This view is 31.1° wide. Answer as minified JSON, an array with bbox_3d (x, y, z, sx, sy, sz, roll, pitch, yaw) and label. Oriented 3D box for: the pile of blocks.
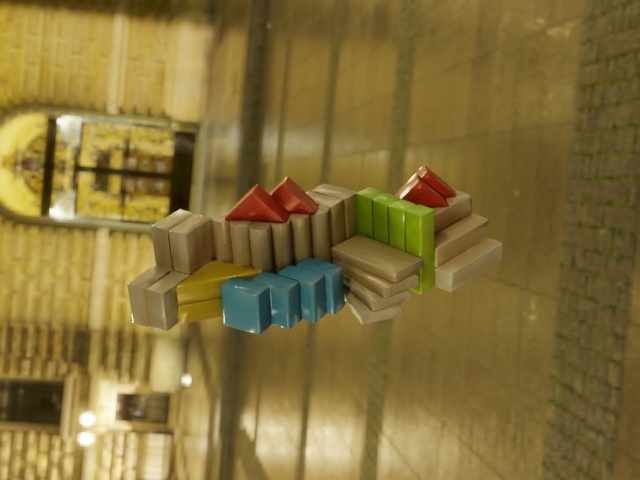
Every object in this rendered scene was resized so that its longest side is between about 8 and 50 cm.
[{"bbox_3d":[0.000,0.000,1.072,0.149,0.362,0.113,-132,33,-57],"label":"pile of blocks"}]
